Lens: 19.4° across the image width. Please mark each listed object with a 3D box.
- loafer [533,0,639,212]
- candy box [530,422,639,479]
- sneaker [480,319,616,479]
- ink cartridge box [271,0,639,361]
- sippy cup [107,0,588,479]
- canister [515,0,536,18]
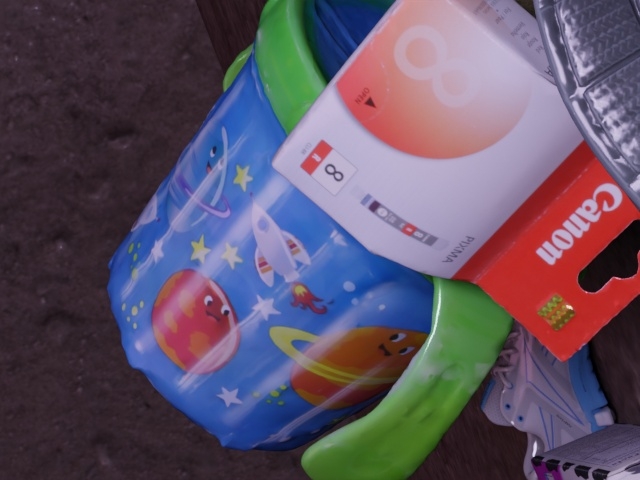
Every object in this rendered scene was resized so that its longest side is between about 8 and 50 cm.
[{"bbox_3d":[0.152,-0.032,0.716,0.267,0.096,0.084,64,180,10],"label":"loafer"},{"bbox_3d":[0.211,0.198,1.157,0.233,0.071,0.159,141,106,-85],"label":"candy box"},{"bbox_3d":[0.143,0.085,1.286,0.071,0.083,0.191,-130,19,-76],"label":"sneaker"},{"bbox_3d":[0.082,-0.028,0.890,0.179,0.045,0.145,43,131,2],"label":"ink cartridge box"},{"bbox_3d":[0.000,0.000,1.103,0.240,0.224,0.305,46,-154,-2],"label":"sippy cup"},{"bbox_3d":[0.083,-0.153,0.945,0.170,0.073,0.126,92,153,-73],"label":"canister"}]
